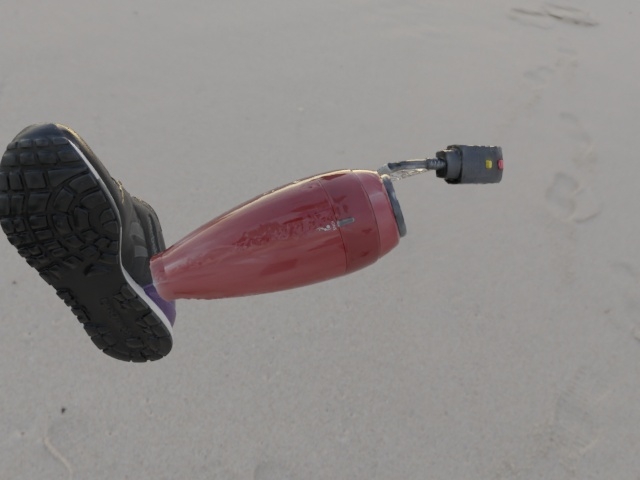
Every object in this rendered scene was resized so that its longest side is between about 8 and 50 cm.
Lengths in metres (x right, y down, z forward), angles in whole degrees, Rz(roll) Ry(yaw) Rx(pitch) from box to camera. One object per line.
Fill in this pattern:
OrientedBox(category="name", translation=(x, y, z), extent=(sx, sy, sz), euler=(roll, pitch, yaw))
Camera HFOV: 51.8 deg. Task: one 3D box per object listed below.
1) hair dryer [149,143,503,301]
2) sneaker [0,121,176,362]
OrientedBox(category="hair dryer", translation=(0.000, 0.000, 0.556), extent=(0.294, 0.223, 0.080), euler=(-13, 81, -36))
OrientedBox(category="sneaker", translation=(-0.217, -0.010, 0.653), extent=(0.107, 0.283, 0.124), euler=(-5, 43, 6))
